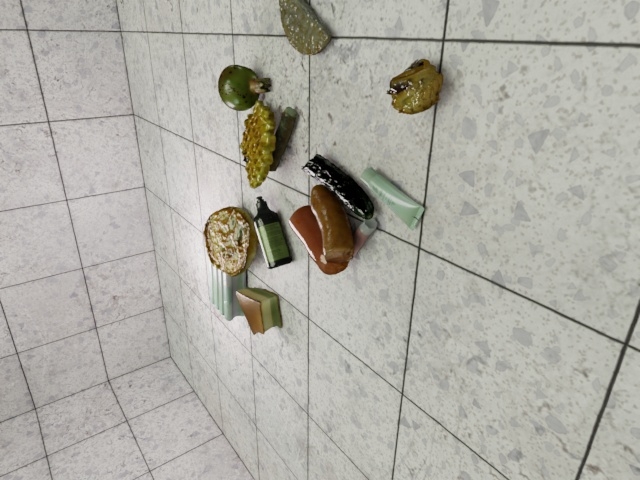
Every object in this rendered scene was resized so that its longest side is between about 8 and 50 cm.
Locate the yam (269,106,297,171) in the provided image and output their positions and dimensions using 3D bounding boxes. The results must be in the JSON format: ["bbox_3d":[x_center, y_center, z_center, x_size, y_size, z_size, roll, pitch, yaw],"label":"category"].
[{"bbox_3d":[-0.140,-0.342,1.570,0.061,0.061,0.274,59,143,21],"label":"yam"}]

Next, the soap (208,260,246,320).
[{"bbox_3d":[-0.452,0.191,2.201,0.208,0.115,0.347,34,130,42],"label":"soap"}]

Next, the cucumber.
[{"bbox_3d":[0.061,-0.160,1.338,0.303,0.081,0.072,43,166,33],"label":"cucumber"}]

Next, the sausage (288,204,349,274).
[{"bbox_3d":[0.000,0.000,1.455,0.259,0.113,0.113,53,142,33],"label":"sausage"}]

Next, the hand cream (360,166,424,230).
[{"bbox_3d":[0.187,-0.117,1.198,0.205,0.050,0.078,47,137,27],"label":"hand cream"}]

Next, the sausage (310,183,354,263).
[{"bbox_3d":[0.032,-0.059,1.371,0.109,0.109,0.270,118,143,-47],"label":"sausage"}]

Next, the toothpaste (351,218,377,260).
[{"bbox_3d":[0.114,-0.005,1.363,0.067,0.043,0.194,65,152,17],"label":"toothpaste"}]

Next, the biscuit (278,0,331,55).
[{"bbox_3d":[-0.058,-0.632,1.337,0.290,0.038,0.141,60,145,23],"label":"biscuit"}]

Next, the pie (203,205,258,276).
[{"bbox_3d":[-0.387,-0.003,1.992,0.315,0.092,0.315,2,93,35],"label":"pie"}]

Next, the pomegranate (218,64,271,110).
[{"bbox_3d":[-0.269,-0.543,1.604,0.205,0.159,0.159,6,111,27],"label":"pomegranate"}]

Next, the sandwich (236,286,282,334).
[{"bbox_3d":[-0.272,0.313,1.998,0.220,0.108,0.186,13,114,51],"label":"sandwich"}]

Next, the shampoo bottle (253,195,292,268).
[{"bbox_3d":[-0.195,-0.036,1.740,0.101,0.101,0.284,-19,88,57],"label":"shampoo bottle"}]

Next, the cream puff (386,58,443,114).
[{"bbox_3d":[0.214,-0.335,1.005,0.104,0.119,0.133,61,173,-27],"label":"cream puff"}]

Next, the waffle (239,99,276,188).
[{"bbox_3d":[-0.222,-0.336,1.607,0.283,0.065,0.309,12,95,62],"label":"waffle"}]
